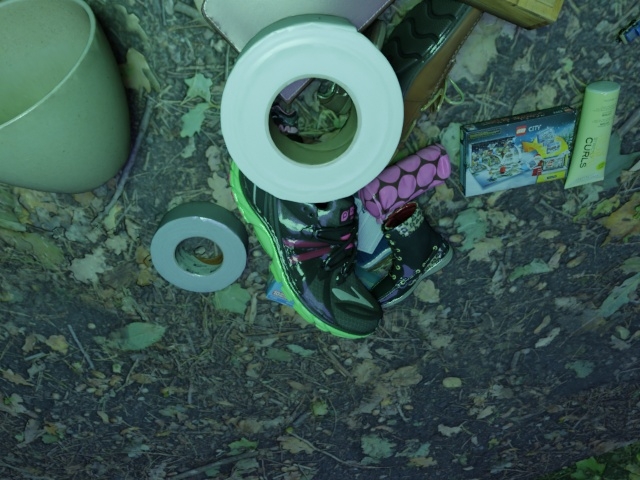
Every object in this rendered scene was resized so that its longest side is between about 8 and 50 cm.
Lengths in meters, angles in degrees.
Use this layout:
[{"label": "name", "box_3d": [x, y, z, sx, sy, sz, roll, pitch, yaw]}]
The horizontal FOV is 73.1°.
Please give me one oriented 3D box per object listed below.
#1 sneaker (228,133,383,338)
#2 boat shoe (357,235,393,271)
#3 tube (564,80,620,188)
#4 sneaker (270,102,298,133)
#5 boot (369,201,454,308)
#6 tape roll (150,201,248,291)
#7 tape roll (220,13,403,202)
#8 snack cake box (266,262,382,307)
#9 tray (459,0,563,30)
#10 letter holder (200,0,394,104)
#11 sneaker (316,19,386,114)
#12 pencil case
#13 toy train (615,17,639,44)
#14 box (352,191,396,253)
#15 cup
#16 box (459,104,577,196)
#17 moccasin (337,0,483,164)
[{"label": "sneaker", "box_3d": [0.000, 0.000, 0.893, 0.202, 0.185, 0.482, -27, 103, 27]}, {"label": "boat shoe", "box_3d": [0.176, 0.014, 1.075, 0.183, 0.066, 0.066, -31, 141, 10]}, {"label": "tube", "box_3d": [0.601, -0.223, 0.950, 0.070, 0.062, 0.240, 17, 138, 33]}, {"label": "sneaker", "box_3d": [-0.102, -0.254, 0.883, 0.119, 0.047, 0.057, 7, 108, -13]}, {"label": "boot", "box_3d": [0.171, 0.036, 0.988, 0.236, 0.085, 0.178, -37, 122, 7]}, {"label": "tape roll", "box_3d": [-0.284, 0.019, 1.029, 0.219, 0.072, 0.219, -2, 124, -3]}, {"label": "tape roll", "box_3d": [-0.014, -0.206, 0.700, 0.286, 0.100, 0.286, -2, 124, -3]}, {"label": "snack cake box", "box_3d": [0.012, 0.111, 1.105, 0.264, 0.089, 0.152, 24, 120, -19]}, {"label": "tray", "box_3d": [0.316, -0.553, 0.616, 0.203, 0.076, 0.410, 14, 101, -14]}, {"label": "letter holder", "box_3d": [-0.022, -0.422, 0.711, 0.302, 0.152, 0.214, -39, 116, 20]}, {"label": "sneaker", "box_3d": [0.057, -0.334, 0.824, 0.071, 0.066, 0.188, 20, 119, -15]}, {"label": "pencil case", "box_3d": [0.182, -0.123, 0.920, 0.209, 0.095, 0.098, -30, 93, -13]}, {"label": "toy train", "box_3d": [0.642, -0.436, 0.820, 0.027, 0.036, 0.158, 38, 113, -26]}, {"label": "box", "box_3d": [0.084, -0.052, 1.011, 0.137, 0.072, 0.126, 18, 120, -17]}, {"label": "cup", "box_3d": [-0.471, -0.214, 0.744, 0.331, 0.331, 0.237, -13, 150, 4]}, {"label": "box", "box_3d": [0.431, -0.196, 0.959, 0.233, 0.044, 0.159, -11, 124, 2]}, {"label": "moccasin", "box_3d": [0.179, -0.291, 0.822, 0.147, 0.139, 0.380, 7, 126, -35]}]
